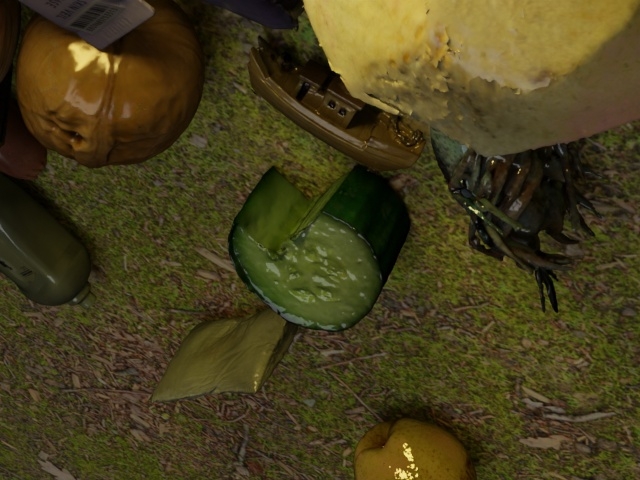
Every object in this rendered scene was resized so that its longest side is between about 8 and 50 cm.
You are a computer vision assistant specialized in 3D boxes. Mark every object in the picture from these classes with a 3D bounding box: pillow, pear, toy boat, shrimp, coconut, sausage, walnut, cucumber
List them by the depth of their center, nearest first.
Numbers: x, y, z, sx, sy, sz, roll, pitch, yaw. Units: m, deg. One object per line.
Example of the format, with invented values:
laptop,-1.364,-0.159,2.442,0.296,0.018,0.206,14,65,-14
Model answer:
coconut,0.139,-0.232,1.061,0.353,0.352,0.352,21,148,14
shrimp,0.181,-0.046,1.405,0.137,0.172,0.372,-8,126,38
toy boat,0.015,-0.142,1.508,0.206,0.064,0.072,32,135,-4
walnut,-0.221,-0.170,1.536,0.195,0.195,0.221,30,145,-1
cucumber,0.008,0.006,1.669,0.191,0.130,0.191,17,145,13
sausage,-0.492,-0.226,1.774,0.088,0.088,0.433,-9,134,46
pillow,-0.127,0.155,1.970,0.230,0.148,0.050,-15,124,47
pear,0.126,0.325,2.017,0.178,0.178,0.178,21,148,14

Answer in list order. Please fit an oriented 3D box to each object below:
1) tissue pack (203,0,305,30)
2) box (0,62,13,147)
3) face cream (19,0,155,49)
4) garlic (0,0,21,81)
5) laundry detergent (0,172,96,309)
tissue pack,-0.144,-0.317,1.196,0.242,0.125,0.343,26,173,21
box,-0.497,-0.167,1.628,0.273,0.184,0.143,25,126,-27
face cream,-0.282,-0.271,1.319,0.274,0.096,0.154,36,156,-19
garlic,-0.421,-0.263,1.463,0.241,0.322,0.322,9,144,16
laundry detergent,-0.416,0.010,2.049,0.253,0.091,0.181,43,148,-22
